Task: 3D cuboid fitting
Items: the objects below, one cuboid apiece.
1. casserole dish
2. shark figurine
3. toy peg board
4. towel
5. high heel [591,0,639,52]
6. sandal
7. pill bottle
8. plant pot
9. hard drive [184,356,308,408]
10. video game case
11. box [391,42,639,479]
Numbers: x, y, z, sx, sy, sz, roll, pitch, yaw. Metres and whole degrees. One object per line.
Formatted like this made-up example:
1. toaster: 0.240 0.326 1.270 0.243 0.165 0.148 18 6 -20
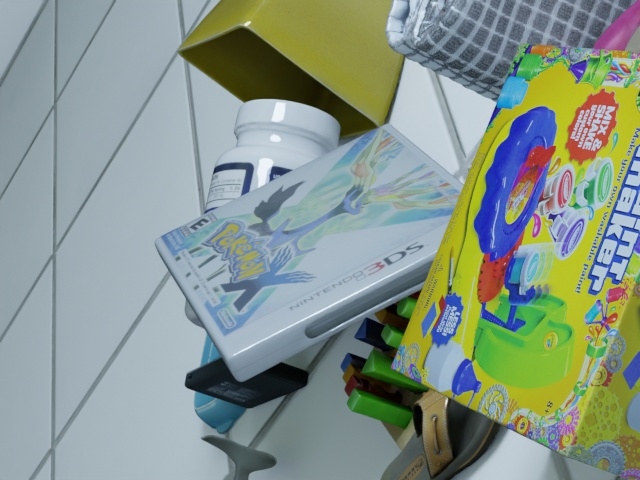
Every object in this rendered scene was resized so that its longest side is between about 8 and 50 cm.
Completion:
1. casserole dish: -0.117 0.148 2.031 0.114 0.037 0.188 -32 43 54
2. shark figurine: -0.125 0.356 1.837 0.278 0.166 0.116 -49 51 0
3. toy peg board: 0.074 0.101 1.617 0.161 0.079 0.161 -62 25 12
4. towel: 0.211 -0.257 1.442 0.121 0.235 0.284 17 87 63
5. high heel: 0.306 -0.169 1.374 0.244 0.082 0.117 -61 28 -1
6. sandal: 0.106 0.175 1.506 0.219 0.060 0.090 -52 29 32
7. pill bottle: -0.061 -0.021 1.892 0.153 0.153 0.265 -14 61 61
8. plant pot: -0.010 -0.258 1.968 0.187 0.212 0.212 -61 21 -17
9. hard drive: -0.087 0.162 1.882 0.135 0.094 0.022 -28 46 55
10. video game case: 0.000 0.000 1.668 0.300 0.036 0.329 -27 26 -8
11. box: 0.234 0.020 1.229 0.279 0.177 0.290 19 87 65
